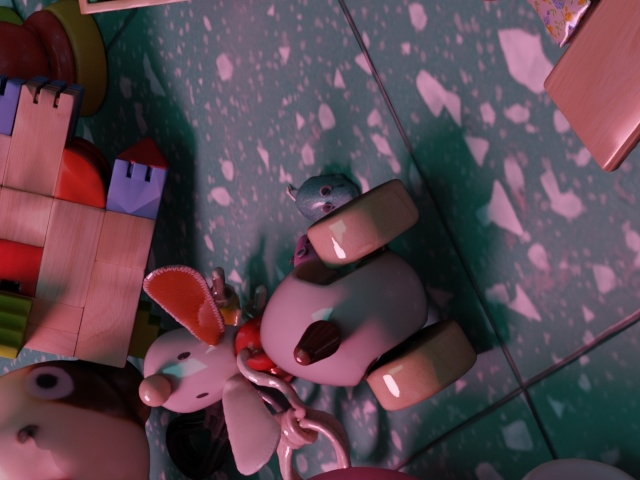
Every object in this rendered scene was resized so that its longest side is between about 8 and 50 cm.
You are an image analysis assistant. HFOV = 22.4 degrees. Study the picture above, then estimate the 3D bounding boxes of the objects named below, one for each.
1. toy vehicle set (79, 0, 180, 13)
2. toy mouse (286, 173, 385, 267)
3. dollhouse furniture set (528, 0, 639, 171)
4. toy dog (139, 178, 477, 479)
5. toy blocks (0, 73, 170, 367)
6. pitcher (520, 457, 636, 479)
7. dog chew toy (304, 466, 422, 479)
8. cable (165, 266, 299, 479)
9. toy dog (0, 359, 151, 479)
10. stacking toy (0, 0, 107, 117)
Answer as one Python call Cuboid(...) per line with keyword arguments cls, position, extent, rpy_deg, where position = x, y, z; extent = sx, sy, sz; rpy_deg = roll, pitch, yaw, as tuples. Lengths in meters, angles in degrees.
Cuboid(cls="toy vehicle set", position=(-0.139, -0.328, 1.323), extent=(0.166, 0.035, 0.267), rpy_deg=(-5, 100, 21))
Cuboid(cls="toy mouse", position=(0.000, 0.000, 1.326), extent=(0.143, 0.031, 0.161), rpy_deg=(49, 138, 33))
Cuboid(cls="dollhouse furniture set", position=(0.185, -0.136, 0.894), extent=(0.212, 0.161, 0.242), rpy_deg=(59, 142, 23))
Cuboid(cls="toy dog", position=(-0.037, 0.090, 1.241), extent=(0.220, 0.161, 0.333), rpy_deg=(49, 131, 12))
Cuboid(cls="toy blocks", position=(-0.294, -0.044, 1.510), extent=(0.191, 0.381, 0.261), rpy_deg=(-104, 28, -80))
Cuboid(cls="pitcher", position=(0.151, 0.265, 1.079), extent=(0.125, 0.178, 0.207), rpy_deg=(22, 122, 31))
Cuboid(cls="dog chew toy", position=(0.021, 0.274, 1.147), extent=(0.332, 0.207, 0.206), rpy_deg=(6, -113, -81))
Cuboid(cls="cable", position=(-0.073, 0.150, 1.491), extent=(0.139, 0.072, 0.287), rpy_deg=(43, 149, 19))
Cuboid(cls="toy dog", position=(-0.208, 0.306, 1.539), extent=(0.395, 0.284, 0.408), rpy_deg=(-87, -24, -80))
Cuboid(cls="stacking toy", position=(-0.342, -0.103, 1.691), extent=(0.279, 0.130, 0.309), rpy_deg=(22, 119, 50))
